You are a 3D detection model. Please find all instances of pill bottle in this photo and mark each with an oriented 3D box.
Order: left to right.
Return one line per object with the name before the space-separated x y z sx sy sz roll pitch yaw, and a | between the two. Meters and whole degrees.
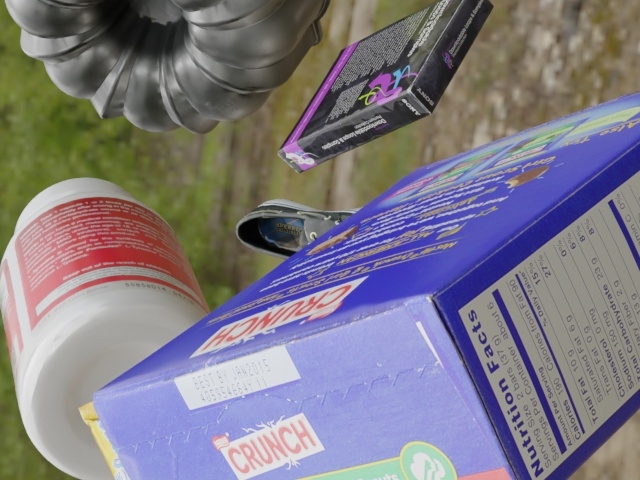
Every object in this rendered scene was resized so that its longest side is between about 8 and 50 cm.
pill bottle | -0.249 0.083 1.920 0.408 0.229 0.229 -121 38 -61

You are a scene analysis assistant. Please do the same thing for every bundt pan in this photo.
bundt pan | -0.161 -0.232 1.608 0.331 0.330 0.124 105 -176 -47

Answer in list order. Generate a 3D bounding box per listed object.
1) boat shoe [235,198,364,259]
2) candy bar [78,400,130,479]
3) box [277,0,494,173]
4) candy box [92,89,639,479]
boat shoe | 0.000 0.000 1.206 0.040 0.142 0.049 -24 -65 -46
candy bar | -0.108 0.140 1.008 0.161 0.040 0.018 54 167 54
box | 0.046 -0.117 1.222 0.162 0.029 0.116 -22 31 53
candy box | 0.078 0.037 0.905 0.268 0.317 0.122 -18 101 47
